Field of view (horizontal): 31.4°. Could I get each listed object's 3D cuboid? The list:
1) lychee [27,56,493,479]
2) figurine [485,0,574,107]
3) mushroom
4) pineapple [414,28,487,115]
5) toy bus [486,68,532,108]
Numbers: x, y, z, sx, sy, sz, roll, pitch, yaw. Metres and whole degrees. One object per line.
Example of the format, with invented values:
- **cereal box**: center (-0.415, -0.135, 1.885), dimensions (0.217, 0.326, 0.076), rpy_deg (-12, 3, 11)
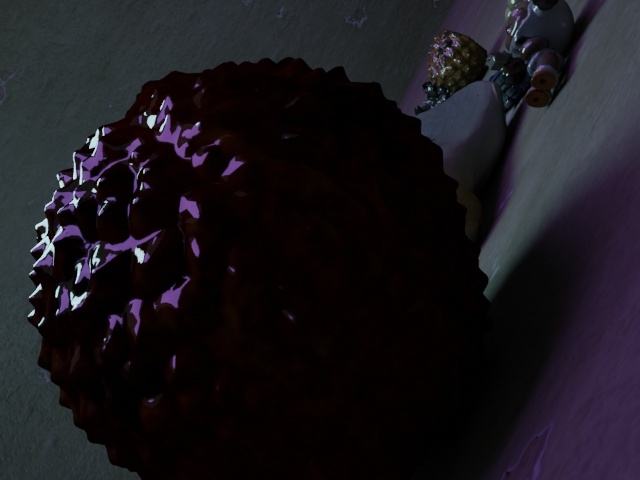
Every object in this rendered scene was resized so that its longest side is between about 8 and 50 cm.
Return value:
- **lychee**: center (-0.048, 0.050, 1.040), dimensions (0.424, 0.424, 0.500), rpy_deg (-62, -10, -18)
- **figurine**: center (0.263, -0.246, 1.415), dimensions (0.197, 0.093, 0.147), rpy_deg (-66, -4, -47)
- **mushroom**: center (0.162, -0.093, 1.443), dimensions (0.328, 0.122, 0.159), rpy_deg (-70, 4, -61)
- **pineapple**: center (0.222, -0.265, 2.103), dimensions (0.119, 0.111, 0.237), rpy_deg (9, -73, -62)
- **toy bus**: center (0.256, -0.212, 1.619), dimensions (0.061, 0.051, 0.153), rpy_deg (-49, 0, -17)
